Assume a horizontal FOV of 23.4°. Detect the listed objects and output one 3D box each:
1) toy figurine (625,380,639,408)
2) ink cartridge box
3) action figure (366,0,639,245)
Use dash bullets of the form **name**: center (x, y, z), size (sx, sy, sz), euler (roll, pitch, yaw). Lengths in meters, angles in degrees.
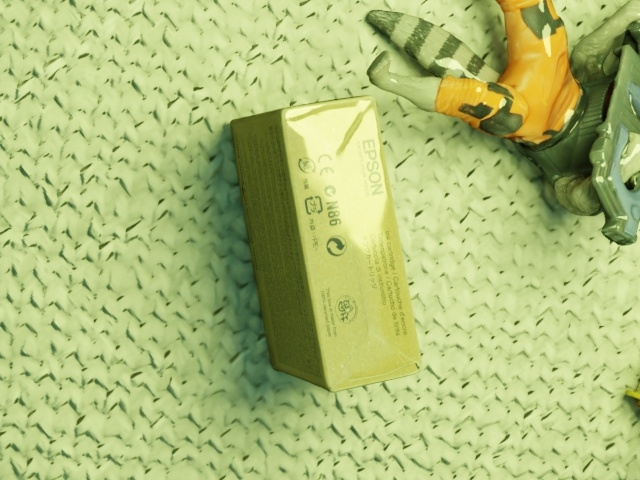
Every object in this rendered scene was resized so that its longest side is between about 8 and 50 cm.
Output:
- **toy figurine**: center (0.407, 0.167, 1.423), size (0.213, 0.209, 0.148), euler (24, 103, -19)
- **ink cartridge box**: center (0.000, 0.000, 1.327), size (0.088, 0.193, 0.234), euler (-11, 95, -15)
- **action figure**: center (0.224, -0.159, 1.423), size (0.330, 0.178, 0.341), euler (38, 56, -18)
